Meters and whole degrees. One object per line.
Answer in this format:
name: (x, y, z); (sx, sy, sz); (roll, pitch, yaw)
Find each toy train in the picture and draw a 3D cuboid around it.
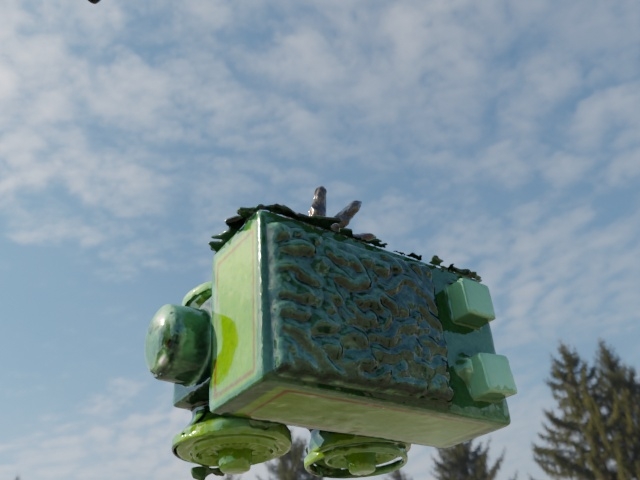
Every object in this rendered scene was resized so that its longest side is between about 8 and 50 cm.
toy train: (0.007, 0.093, 0.534); (0.271, 0.159, 0.188); (18, -39, -31)

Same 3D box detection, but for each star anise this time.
star anise: (0.001, -0.001, 0.815); (0.141, 0.141, 0.042); (-11, -8, -1)

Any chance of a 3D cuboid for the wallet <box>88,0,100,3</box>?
wallet: (-0.343, -0.407, 0.855); (0.244, 0.124, 0.025); (38, -28, -8)
